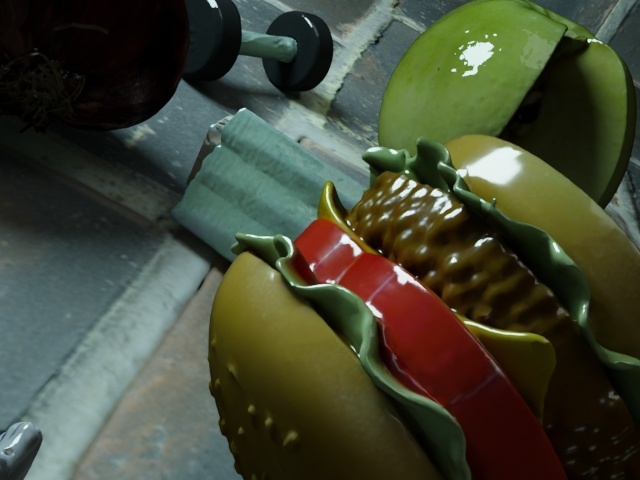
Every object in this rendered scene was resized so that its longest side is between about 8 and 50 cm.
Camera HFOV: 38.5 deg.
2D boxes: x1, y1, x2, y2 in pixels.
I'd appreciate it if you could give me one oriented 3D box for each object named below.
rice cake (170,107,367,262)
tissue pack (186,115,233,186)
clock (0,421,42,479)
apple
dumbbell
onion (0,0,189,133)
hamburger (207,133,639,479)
[{"bbox_3d":[0.000,0.000,0.761,0.237,0.127,0.043,31,-6,6],"label":"rice cake"},{"bbox_3d":[-0.066,-0.061,0.836,0.094,0.074,0.059,30,30,5],"label":"tissue pack"},{"bbox_3d":[-0.215,0.110,0.390,0.117,0.080,0.176,32,26,2],"label":"clock"},{"bbox_3d":[0.211,-0.134,1.038,0.291,0.254,0.292,25,23,-11],"label":"apple"},{"bbox_3d":[-0.079,-0.232,1.081,0.191,0.100,0.100,-4,42,-47],"label":"dumbbell"},{"bbox_3d":[-0.234,-0.197,0.747,0.280,0.221,0.281,19,48,-22],"label":"onion"},{"bbox_3d":[0.055,0.092,0.512,0.212,0.274,0.274,-32,57,-15],"label":"hamburger"}]
